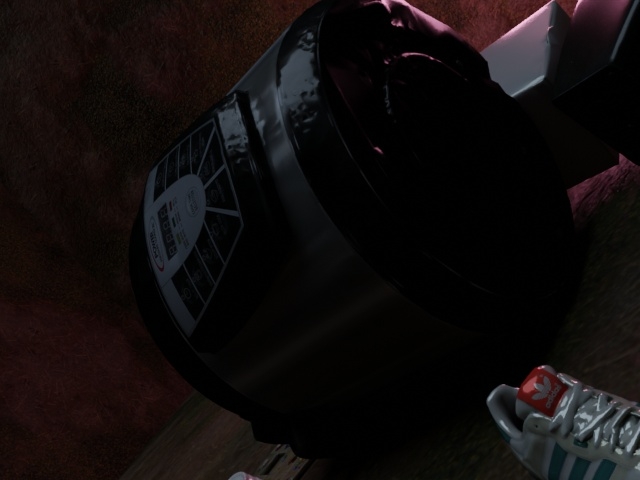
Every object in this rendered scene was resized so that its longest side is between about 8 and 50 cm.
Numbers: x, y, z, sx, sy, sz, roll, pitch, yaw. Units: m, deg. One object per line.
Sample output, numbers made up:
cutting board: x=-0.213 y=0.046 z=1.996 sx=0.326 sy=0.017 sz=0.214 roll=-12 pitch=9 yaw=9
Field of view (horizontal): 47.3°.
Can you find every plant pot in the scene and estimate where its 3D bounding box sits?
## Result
plant pot: x=0.347 y=-0.184 z=0.731 sx=0.167 sy=0.187 sz=0.188 roll=-57 pitch=5 yaw=-10

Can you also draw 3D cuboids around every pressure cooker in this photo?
pressure cooker: x=0.005 y=0.002 z=0.791 sx=0.420 sy=0.375 sz=0.370 roll=-36 pitch=14 yaw=41

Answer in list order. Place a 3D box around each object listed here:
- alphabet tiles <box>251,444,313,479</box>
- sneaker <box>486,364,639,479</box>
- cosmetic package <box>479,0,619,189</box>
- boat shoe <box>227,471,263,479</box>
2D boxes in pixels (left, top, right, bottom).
alphabet tiles: x=-0.085 y=0.335 z=0.944 sx=0.237 sy=0.009 sz=0.198 roll=-46 pitch=3 yaw=-28
sneaker: x=0.138 y=0.102 z=0.375 sx=0.057 sy=0.075 sz=0.161 roll=-45 pitch=2 yaw=-16
cosmetic package: x=0.200 y=-0.125 z=0.985 sx=0.365 sy=0.155 sz=0.197 roll=-29 pitch=26 yaw=42
boat shoe: x=-0.160 y=0.348 z=0.793 sx=0.098 sy=0.096 sz=0.277 roll=-36 pitch=10 yaw=46
